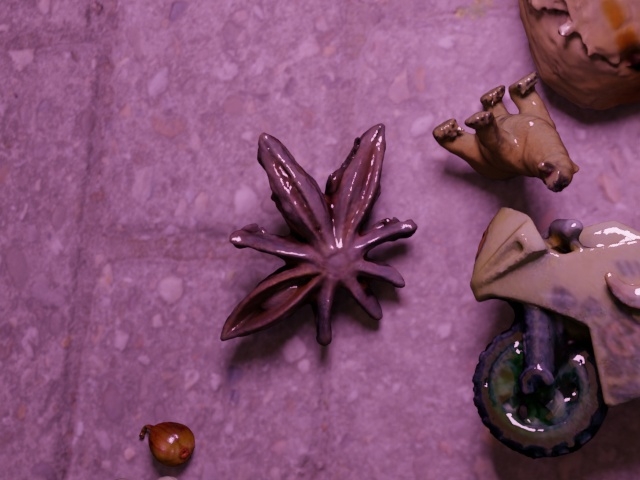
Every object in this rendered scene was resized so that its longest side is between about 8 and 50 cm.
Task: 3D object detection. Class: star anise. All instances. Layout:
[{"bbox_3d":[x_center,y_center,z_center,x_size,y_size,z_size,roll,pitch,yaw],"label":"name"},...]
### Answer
[{"bbox_3d":[0.001,-0.005,1.009,0.198,0.110,0.258,6,99,-3],"label":"star anise"}]

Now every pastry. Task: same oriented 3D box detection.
[{"bbox_3d":[0.320,-0.274,0.910,0.256,0.170,0.237,-17,78,12],"label":"pastry"}]

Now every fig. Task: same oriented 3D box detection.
[{"bbox_3d":[-0.183,0.231,1.073,0.083,0.050,0.050,12,84,41],"label":"fig"}]

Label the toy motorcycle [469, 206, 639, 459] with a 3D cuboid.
[{"bbox_3d":[0.317,0.035,0.860,0.410,0.169,0.237,-23,79,9],"label":"toy motorcycle"}]

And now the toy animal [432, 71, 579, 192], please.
[{"bbox_3d":[0.190,-0.097,0.917,0.103,0.218,0.101,-32,96,-6],"label":"toy animal"}]

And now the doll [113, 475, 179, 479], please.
[{"bbox_3d":[-0.149,0.382,1.001,0.154,0.113,0.275,-18,81,6],"label":"doll"}]
